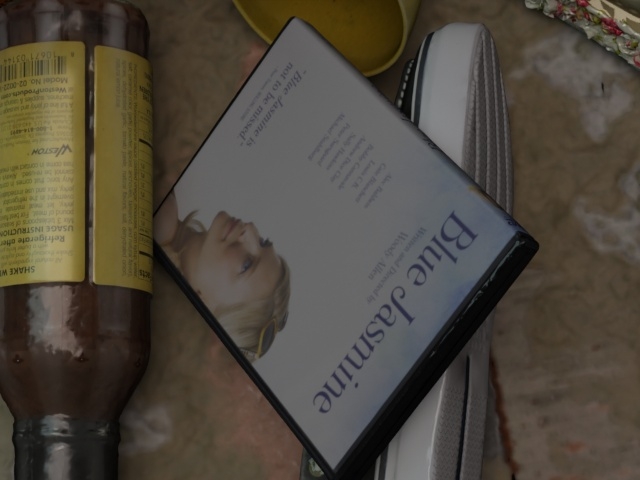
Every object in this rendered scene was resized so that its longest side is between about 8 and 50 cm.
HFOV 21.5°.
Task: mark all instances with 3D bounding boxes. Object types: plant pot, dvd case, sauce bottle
[{"bbox_3d":[0.016,-0.186,1.089,0.134,0.134,0.095,28,57,8],"label":"plant pot"},{"bbox_3d":[0.000,0.000,1.010,0.180,0.022,0.253,-54,49,13],"label":"dvd case"},{"bbox_3d":[-0.161,0.022,1.061,0.111,0.111,0.344,0,79,4],"label":"sauce bottle"}]

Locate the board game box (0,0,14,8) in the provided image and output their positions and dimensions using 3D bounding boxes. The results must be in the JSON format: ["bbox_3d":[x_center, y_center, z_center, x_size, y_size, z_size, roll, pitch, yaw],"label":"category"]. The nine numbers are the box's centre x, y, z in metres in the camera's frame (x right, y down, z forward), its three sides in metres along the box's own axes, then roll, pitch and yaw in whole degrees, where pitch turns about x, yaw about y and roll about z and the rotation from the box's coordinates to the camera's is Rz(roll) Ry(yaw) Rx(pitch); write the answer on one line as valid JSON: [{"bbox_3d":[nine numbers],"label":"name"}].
[{"bbox_3d":[-0.314,-0.319,0.975,0.356,0.356,0.356,-27,79,12],"label":"board game box"}]

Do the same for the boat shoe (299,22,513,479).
[{"bbox_3d":[0.044,0.022,1.041,0.119,0.121,0.335,2,73,23],"label":"boat shoe"}]

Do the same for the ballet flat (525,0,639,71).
[{"bbox_3d":[0.217,-0.152,1.084,0.241,0.077,0.091,24,81,7],"label":"ballet flat"}]
